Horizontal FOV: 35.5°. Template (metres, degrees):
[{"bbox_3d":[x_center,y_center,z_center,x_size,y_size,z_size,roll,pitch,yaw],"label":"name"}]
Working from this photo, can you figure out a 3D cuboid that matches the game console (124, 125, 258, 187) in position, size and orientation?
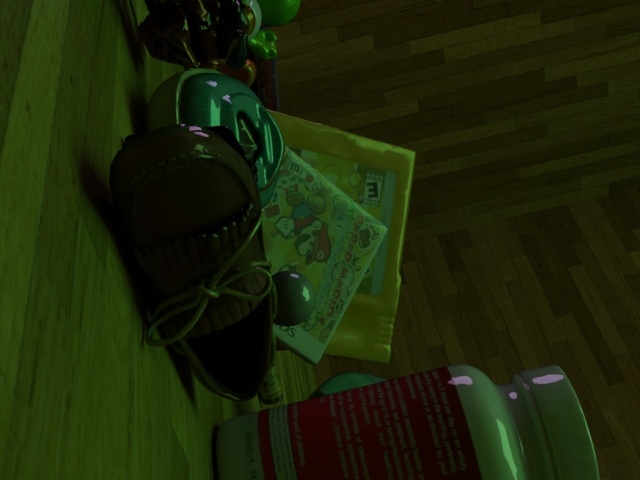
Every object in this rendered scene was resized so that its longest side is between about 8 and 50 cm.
[{"bbox_3d":[-0.133,-0.056,1.027,0.071,0.122,0.107,4,83,-69],"label":"game console"}]

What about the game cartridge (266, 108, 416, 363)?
[{"bbox_3d":[0.000,0.000,1.426,0.052,0.285,0.324,-5,-104,57],"label":"game cartridge"}]

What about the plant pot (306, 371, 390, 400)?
[{"bbox_3d":[0.053,0.334,1.418,0.248,0.247,0.252,38,2,36],"label":"plant pot"}]

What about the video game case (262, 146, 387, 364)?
[{"bbox_3d":[-0.031,0.022,1.366,0.206,0.227,0.026,37,-20,-26],"label":"video game case"}]

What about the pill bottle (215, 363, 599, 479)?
[{"bbox_3d":[0.099,0.275,1.162,0.229,0.407,0.229,-14,90,-89],"label":"pill bottle"}]

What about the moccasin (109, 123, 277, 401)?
[{"bbox_3d":[-0.109,0.038,0.946,0.380,0.139,0.147,91,-20,-53],"label":"moccasin"}]

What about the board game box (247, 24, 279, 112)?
[{"bbox_3d":[-0.122,-0.300,2.160,0.208,0.056,0.347,-100,-174,-48],"label":"board game box"}]

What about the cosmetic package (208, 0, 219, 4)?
[{"bbox_3d":[-0.156,-0.652,1.653,0.394,0.329,0.327,75,2,-46],"label":"cosmetic package"}]

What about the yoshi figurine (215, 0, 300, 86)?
[{"bbox_3d":[-0.124,-0.434,1.888,0.203,0.203,0.362,46,27,-25],"label":"yoshi figurine"}]

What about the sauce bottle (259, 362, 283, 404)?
[{"bbox_3d":[-0.097,0.217,1.704,0.042,0.042,0.128,-101,176,-70],"label":"sauce bottle"}]

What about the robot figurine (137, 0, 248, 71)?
[{"bbox_3d":[-0.185,-0.331,1.210,0.211,0.085,0.291,21,-44,46],"label":"robot figurine"}]

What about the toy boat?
[{"bbox_3d":[-0.095,-0.050,1.211,0.267,0.148,0.318,-13,95,-73],"label":"toy boat"}]

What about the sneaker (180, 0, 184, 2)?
[{"bbox_3d":[-0.228,-0.451,1.398,0.300,0.111,0.121,79,-6,-55],"label":"sneaker"}]
